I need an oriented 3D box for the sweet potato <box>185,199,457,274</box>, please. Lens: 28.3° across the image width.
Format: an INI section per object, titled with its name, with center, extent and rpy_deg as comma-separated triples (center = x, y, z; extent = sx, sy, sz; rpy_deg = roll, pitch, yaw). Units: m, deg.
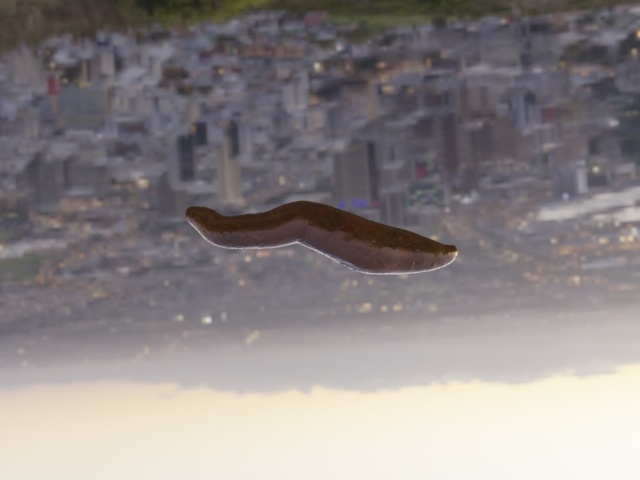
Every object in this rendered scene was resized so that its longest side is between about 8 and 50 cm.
[sweet potato]
center = 0.001, -0.004, 0.819
extent = 0.179, 0.044, 0.044
rpy_deg = 8, 174, -3
